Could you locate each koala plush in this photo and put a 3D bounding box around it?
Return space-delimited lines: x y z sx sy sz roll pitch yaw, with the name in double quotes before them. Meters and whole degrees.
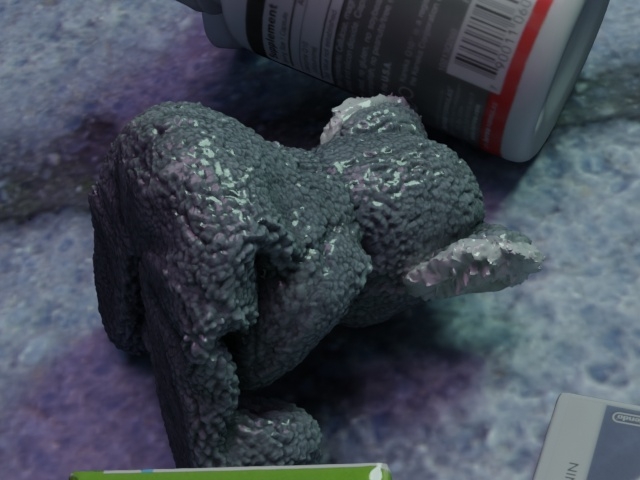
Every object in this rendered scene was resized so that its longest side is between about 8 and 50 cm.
"koala plush" 0.000 0.000 0.764 0.221 0.203 0.196 -16 43 -20

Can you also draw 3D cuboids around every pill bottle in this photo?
"pill bottle" 0.036 -0.175 0.890 0.283 0.161 0.161 25 53 13

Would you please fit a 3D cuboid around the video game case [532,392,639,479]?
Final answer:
"video game case" 0.192 0.164 0.655 0.201 0.023 0.183 9 48 20

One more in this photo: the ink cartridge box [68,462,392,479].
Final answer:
"ink cartridge box" 0.035 0.182 0.556 0.255 0.188 0.097 -4 43 7

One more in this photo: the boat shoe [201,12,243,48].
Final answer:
"boat shoe" -0.003 -0.237 1.054 0.084 0.095 0.258 10 49 27
